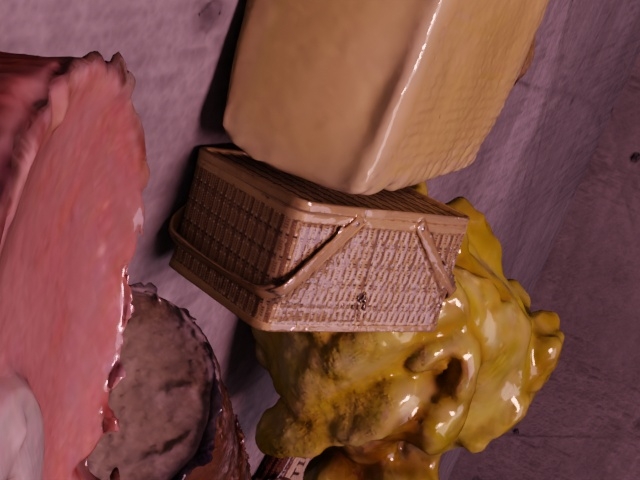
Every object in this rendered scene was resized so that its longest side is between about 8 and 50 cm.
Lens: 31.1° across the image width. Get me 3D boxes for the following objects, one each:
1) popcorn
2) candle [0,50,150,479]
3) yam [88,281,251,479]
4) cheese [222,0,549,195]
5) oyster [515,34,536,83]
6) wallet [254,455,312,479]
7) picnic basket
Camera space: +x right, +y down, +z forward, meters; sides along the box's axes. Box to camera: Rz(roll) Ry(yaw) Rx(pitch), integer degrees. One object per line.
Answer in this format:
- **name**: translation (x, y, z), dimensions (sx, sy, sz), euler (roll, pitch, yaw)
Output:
- **popcorn**: translation (0.052, 0.071, 0.919), dimensions (0.250, 0.234, 0.242), euler (59, 41, -26)
- **candle**: translation (-0.151, 0.095, 0.377), dimensions (0.287, 0.131, 0.317), euler (89, 11, -47)
- **yam**: translation (-0.106, 0.136, 0.689), dimensions (0.131, 0.131, 0.280), euler (-56, 165, -22)
- **cheese**: translation (0.066, -0.161, 0.744), dimensions (0.243, 0.123, 0.265), euler (-64, 165, 16)
- **oyster**: translation (0.182, -0.281, 0.944), dimensions (0.396, 0.110, 0.204), euler (-71, 165, 13)
- **wallet**: translation (0.035, 0.174, 1.248), dimensions (0.335, 0.068, 0.275), euler (-63, 161, -5)
- **picnic basket**: translation (0.000, 0.000, 0.713), dimensions (0.164, 0.115, 0.080), euler (3, 107, -42)
